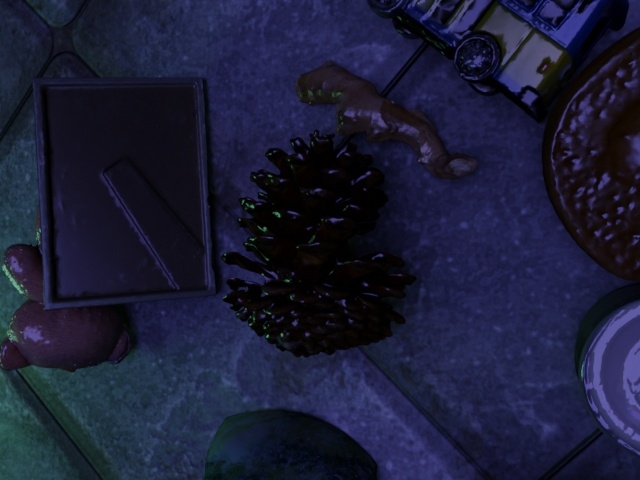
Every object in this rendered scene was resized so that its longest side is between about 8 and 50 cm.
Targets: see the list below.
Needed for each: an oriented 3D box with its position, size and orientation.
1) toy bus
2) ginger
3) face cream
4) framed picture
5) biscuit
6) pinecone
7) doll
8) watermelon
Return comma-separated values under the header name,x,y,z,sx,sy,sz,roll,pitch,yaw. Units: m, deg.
name,x,y,z,sx,sy,sz,roll,pitch,yaw
toy bus,0.193,-0.286,0.744,0.287,0.138,0.175,42,107,14
ginger,0.080,-0.155,0.828,0.288,0.075,0.089,38,82,20
face cream,0.374,0.138,0.684,0.177,0.153,0.177,1,92,20
framed picture,-0.287,-0.075,0.926,0.247,0.022,0.335,-4,89,-12
biscuit,0.437,-0.104,0.681,0.367,0.063,0.314,-32,97,13
pinecone,0.001,0.001,0.790,0.246,0.246,0.292,-1,77,21
doll,-0.397,0.052,0.989,0.156,0.201,0.304,1,86,58
watermelon,-0.058,0.358,0.864,0.260,0.256,0.176,49,151,5
